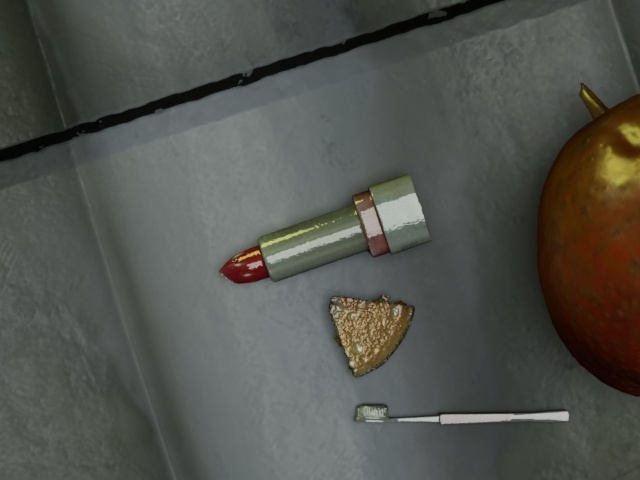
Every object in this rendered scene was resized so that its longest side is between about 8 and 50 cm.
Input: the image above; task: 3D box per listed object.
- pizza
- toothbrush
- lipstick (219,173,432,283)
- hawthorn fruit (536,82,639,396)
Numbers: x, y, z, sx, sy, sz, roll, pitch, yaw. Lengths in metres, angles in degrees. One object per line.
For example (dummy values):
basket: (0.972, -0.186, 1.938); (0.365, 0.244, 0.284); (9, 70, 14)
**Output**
pizza: (0.038, 0.073, 1.689); (0.078, 0.025, 0.083); (44, 82, -10)
toothbrush: (0.127, 0.158, 1.707); (0.194, 0.014, 0.017); (2, 92, -5)
lipstick: (0.000, 0.000, 1.671); (0.186, 0.057, 0.063); (-18, 94, 1)
hawthorn fruit: (0.302, -0.021, 1.602); (0.277, 0.277, 0.298); (-27, 69, -3)
